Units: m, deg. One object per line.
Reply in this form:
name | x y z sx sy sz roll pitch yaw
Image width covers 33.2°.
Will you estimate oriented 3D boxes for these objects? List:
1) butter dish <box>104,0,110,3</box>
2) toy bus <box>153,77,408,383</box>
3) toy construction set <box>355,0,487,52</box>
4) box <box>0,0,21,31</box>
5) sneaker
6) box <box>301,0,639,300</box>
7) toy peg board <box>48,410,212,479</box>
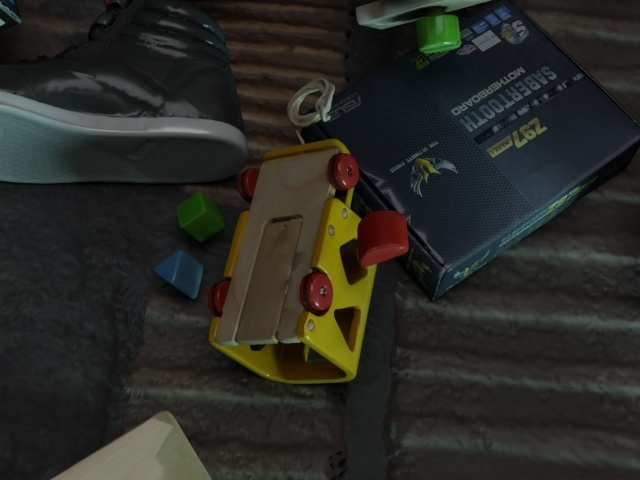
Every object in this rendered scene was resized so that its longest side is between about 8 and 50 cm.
butter dish | -0.146 -0.311 0.952 0.160 0.118 0.160 -10 61 26
toy bus | -0.007 0.011 0.822 0.202 0.104 0.191 -43 45 6
toy construction set | 0.148 -0.268 0.888 0.309 0.257 0.237 -8 81 7
box | -0.411 -0.269 0.901 0.257 0.079 0.322 -24 68 11
sneaker | -0.207 -0.133 0.890 0.296 0.104 0.147 3 60 -9
box | 0.128 -0.085 0.908 0.233 0.059 0.183 -32 69 -19
toy peg board | -0.134 0.227 0.727 0.161 0.079 0.160 -31 84 -18
